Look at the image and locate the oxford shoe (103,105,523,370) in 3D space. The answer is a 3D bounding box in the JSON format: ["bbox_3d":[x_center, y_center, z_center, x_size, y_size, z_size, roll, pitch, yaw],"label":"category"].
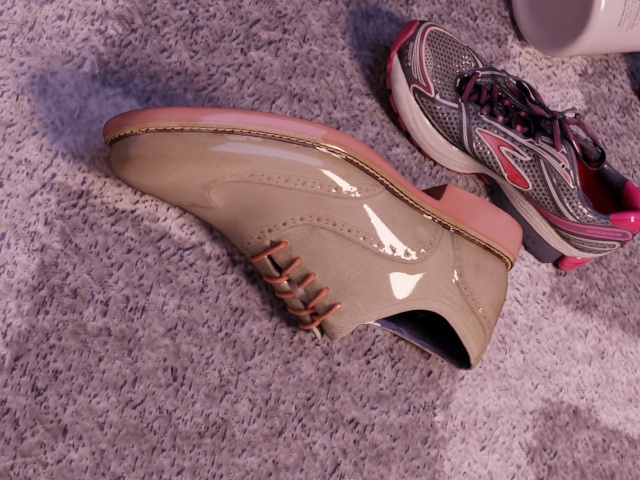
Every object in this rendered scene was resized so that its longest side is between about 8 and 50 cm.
[{"bbox_3d":[0.000,0.000,1.181,0.397,0.140,0.147,19,72,-25],"label":"oxford shoe"}]

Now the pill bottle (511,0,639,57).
[{"bbox_3d":[0.320,-0.260,1.478,0.229,0.131,0.131,-9,79,-35],"label":"pill bottle"}]

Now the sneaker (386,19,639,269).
[{"bbox_3d":[0.188,-0.104,1.352,0.299,0.112,0.121,41,57,-15],"label":"sneaker"}]

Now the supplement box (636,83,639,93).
[{"bbox_3d":[0.454,-0.095,1.546,0.130,0.073,0.239,-31,93,-38],"label":"supplement box"}]
